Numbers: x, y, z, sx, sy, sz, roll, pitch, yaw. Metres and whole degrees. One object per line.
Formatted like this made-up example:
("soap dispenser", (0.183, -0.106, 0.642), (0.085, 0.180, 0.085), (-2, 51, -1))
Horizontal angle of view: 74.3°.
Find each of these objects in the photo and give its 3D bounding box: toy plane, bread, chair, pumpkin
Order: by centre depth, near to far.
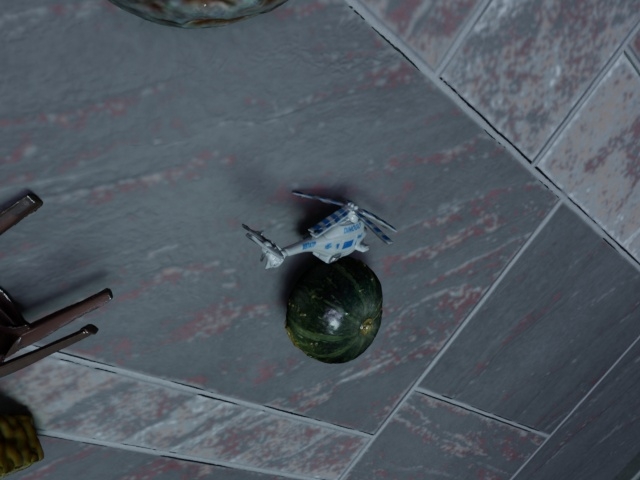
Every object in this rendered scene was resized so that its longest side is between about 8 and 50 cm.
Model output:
("chair", (-0.465, 0.118, 0.539), (0.326, 0.176, 0.183), (-33, 114, 0))
("bread", (-0.553, 0.342, 0.618), (0.222, 0.181, 0.096), (-24, 77, -7))
("toy plane", (0.008, 0.006, 0.638), (0.181, 0.273, 0.107), (24, 118, 9))
("pumpkin", (0.026, 0.121, 0.733), (0.190, 0.146, 0.191), (-5, 97, -42))

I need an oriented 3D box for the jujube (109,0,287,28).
("jujube", (-0.107, -0.351, 0.415), (0.308, 0.215, 0.247), (-34, 125, 4))
